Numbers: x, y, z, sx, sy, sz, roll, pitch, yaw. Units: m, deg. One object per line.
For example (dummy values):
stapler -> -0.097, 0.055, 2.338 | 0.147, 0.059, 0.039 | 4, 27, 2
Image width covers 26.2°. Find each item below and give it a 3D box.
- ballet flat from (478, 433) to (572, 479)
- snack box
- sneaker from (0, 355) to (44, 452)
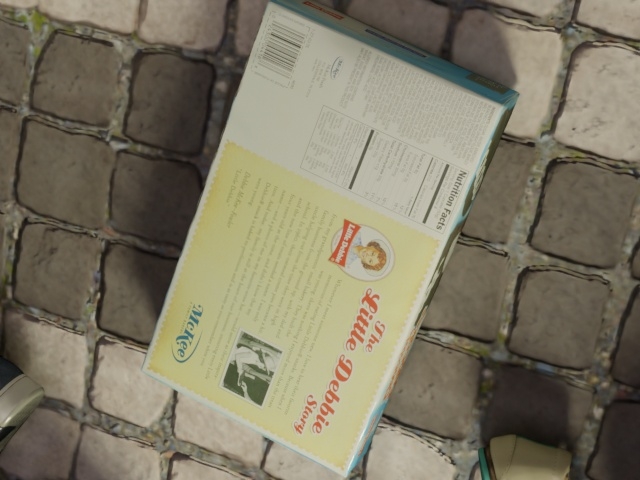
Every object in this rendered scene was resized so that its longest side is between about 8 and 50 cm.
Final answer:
ballet flat -> 0.166, 0.267, 1.045 | 0.086, 0.086, 0.248 | 1, 105, 20
snack box -> 0.000, 0.000, 1.033 | 0.187, 0.060, 0.321 | 26, 112, 12
sneaker -> -0.356, 0.151, 1.190 | 0.163, 0.086, 0.226 | 41, 114, 3
